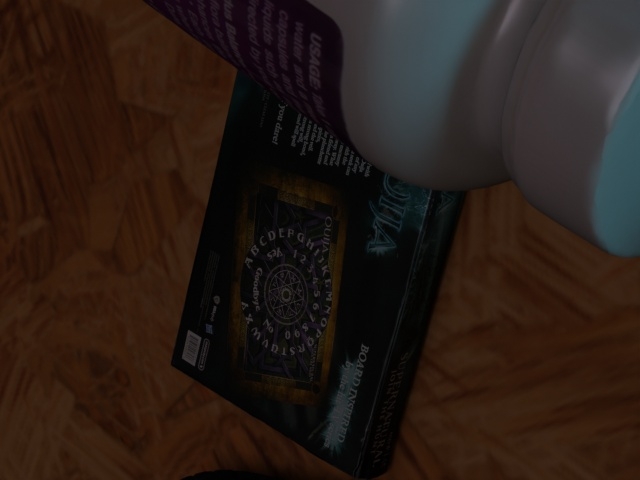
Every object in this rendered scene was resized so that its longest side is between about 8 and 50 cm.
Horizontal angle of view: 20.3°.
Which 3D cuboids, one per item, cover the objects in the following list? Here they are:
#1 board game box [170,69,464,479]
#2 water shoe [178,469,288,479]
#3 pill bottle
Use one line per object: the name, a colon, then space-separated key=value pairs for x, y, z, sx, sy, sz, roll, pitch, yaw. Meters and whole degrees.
board game box: x=0.000 y=0.000 z=0.813 sx=0.126 sy=0.026 sz=0.186 roll=29 pitch=115 yaw=34
water shoe: x=0.005 y=0.159 z=0.821 sx=0.203 sy=0.073 sz=0.080 roll=9 pitch=124 yaw=44
pill bottle: x=0.031 y=-0.123 z=0.673 sx=0.301 sy=0.169 sz=0.169 roll=38 pitch=120 yaw=30
